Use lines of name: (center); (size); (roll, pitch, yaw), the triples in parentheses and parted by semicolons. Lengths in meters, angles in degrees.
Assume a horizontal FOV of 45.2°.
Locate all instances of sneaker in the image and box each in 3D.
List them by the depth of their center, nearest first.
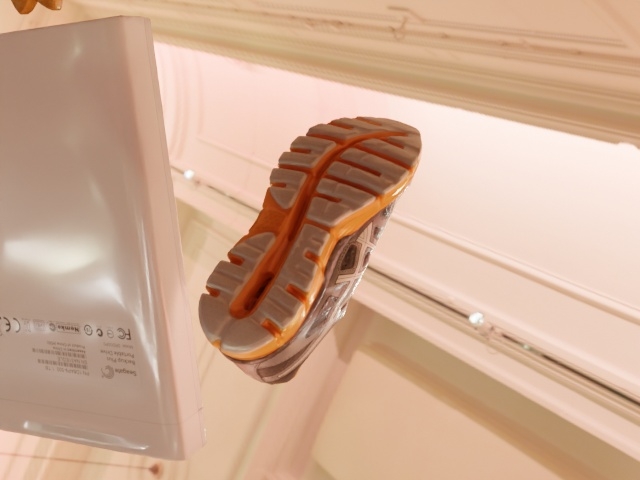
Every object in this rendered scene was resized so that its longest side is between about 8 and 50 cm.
sneaker: (0.000, 0.000, 0.505); (0.084, 0.083, 0.215); (23, -120, 28)

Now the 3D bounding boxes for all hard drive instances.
hard drive: (-0.222, 0.003, 0.656); (0.233, 0.047, 0.352); (1, -75, 27)

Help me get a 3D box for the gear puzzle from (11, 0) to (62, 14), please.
gear puzzle: (-0.258, -0.286, 0.458); (0.176, 0.044, 0.338); (-24, -79, 30)
